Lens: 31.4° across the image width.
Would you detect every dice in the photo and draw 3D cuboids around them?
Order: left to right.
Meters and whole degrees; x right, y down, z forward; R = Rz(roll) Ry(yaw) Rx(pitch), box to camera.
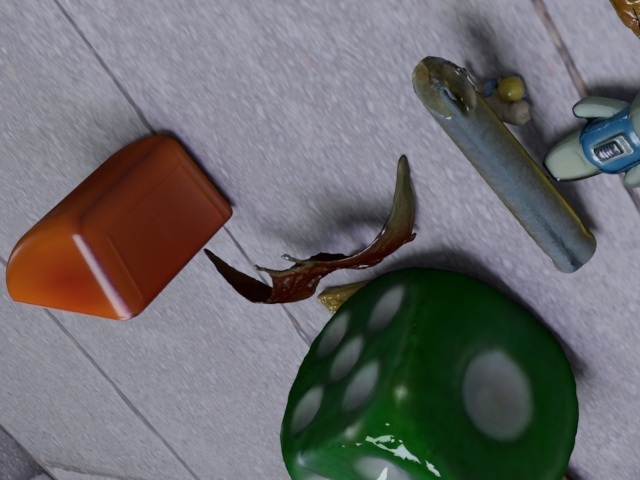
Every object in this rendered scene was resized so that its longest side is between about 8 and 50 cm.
[{"bbox_3d":[0.141,0.234,1.505,0.297,0.287,0.300,37,144,-18],"label":"dice"}]

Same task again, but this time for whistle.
[{"bbox_3d":[0.201,-0.075,1.208,0.326,0.057,0.068,44,-168,-38],"label":"whistle"},{"bbox_3d":[0.310,-0.107,1.132,0.114,0.077,0.236,50,151,-8],"label":"whistle"}]

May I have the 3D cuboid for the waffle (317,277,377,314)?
[{"bbox_3d":[0.072,0.096,1.639,0.097,0.023,0.153,46,144,-22],"label":"waffle"}]

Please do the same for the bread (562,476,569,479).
[{"bbox_3d":[0.305,0.408,1.741,0.114,0.132,0.190,46,148,-20],"label":"bread"}]

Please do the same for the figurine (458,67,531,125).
[{"bbox_3d":[0.184,-0.153,1.206,0.083,0.047,0.050,12,131,23],"label":"figurine"}]

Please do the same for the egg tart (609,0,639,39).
[{"bbox_3d":[0.363,-0.226,0.904,0.291,0.107,0.290,18,142,15],"label":"egg tart"}]

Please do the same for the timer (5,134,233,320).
[{"bbox_3d":[-0.305,-0.015,1.613,0.250,0.257,0.161,-10,121,45],"label":"timer"}]

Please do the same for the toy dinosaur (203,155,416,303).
[{"bbox_3d":[-0.002,-0.002,1.483,0.327,0.207,0.112,-40,64,61],"label":"toy dinosaur"}]
